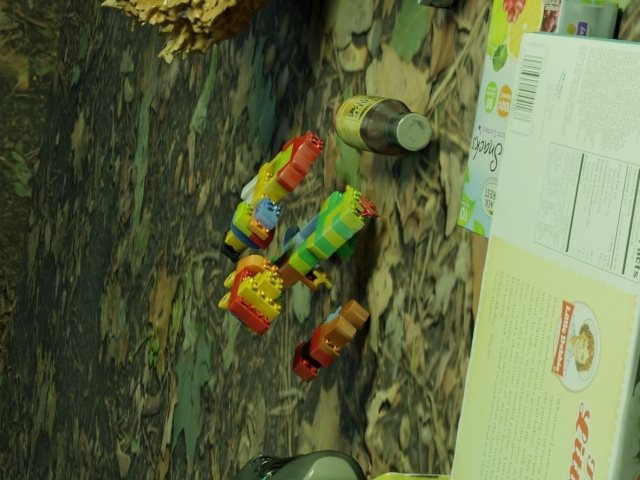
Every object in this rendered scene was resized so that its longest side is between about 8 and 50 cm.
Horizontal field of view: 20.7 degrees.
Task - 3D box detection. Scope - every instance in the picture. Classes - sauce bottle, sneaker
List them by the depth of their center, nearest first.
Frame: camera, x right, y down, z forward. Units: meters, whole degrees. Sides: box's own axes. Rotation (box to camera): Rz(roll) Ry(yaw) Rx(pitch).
[{"bbox_3d":[0.046,-0.080,1.228,0.128,0.042,0.042,-162,78,-70],"label":"sauce bottle"},{"bbox_3d":[-0.035,0.199,1.288,0.267,0.101,0.106,124,150,-56],"label":"sneaker"}]

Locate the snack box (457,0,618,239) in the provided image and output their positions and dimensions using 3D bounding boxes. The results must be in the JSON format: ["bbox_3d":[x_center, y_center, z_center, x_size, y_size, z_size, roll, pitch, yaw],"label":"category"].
[{"bbox_3d":[0.120,-0.068,0.984,0.100,0.037,0.141,-146,64,-72],"label":"snack box"}]

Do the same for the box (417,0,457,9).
[{"bbox_3d":[0.089,-0.236,1.163,0.094,0.027,0.137,128,144,-62],"label":"box"}]

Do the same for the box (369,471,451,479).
[{"bbox_3d":[0.041,0.187,1.073,0.232,0.087,0.058,139,132,-64],"label":"box"}]

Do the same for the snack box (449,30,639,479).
[{"bbox_3d":[0.133,0.063,0.857,0.187,0.060,0.322,-149,66,-72],"label":"snack box"}]

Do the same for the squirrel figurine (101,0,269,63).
[{"bbox_3d":[-0.067,-0.353,1.429,0.370,0.281,0.397,-150,52,-60],"label":"squirrel figurine"}]

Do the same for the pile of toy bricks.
[{"bbox_3d":[0.000,0.000,1.283,0.105,0.118,0.212,-43,17,23],"label":"pile of toy bricks"}]
